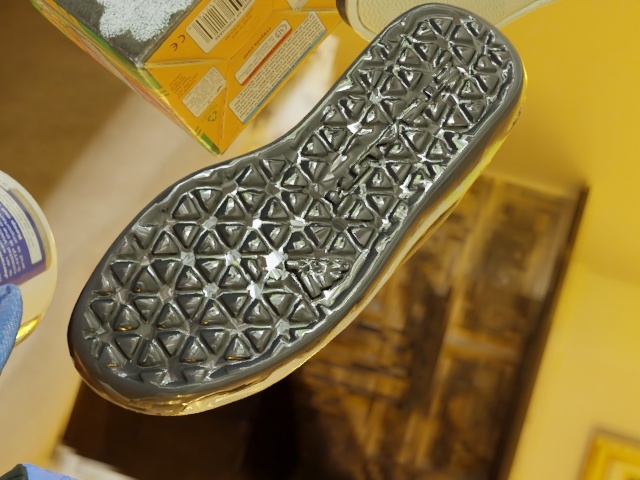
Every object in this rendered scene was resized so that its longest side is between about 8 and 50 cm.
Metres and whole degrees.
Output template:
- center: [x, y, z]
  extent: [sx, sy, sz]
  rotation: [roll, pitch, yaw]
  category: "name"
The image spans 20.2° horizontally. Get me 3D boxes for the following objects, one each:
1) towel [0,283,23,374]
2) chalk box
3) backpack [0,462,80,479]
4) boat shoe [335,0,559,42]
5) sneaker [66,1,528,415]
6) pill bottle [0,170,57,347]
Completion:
- center: [-0.155, 0.171, 0.541]
  extent: [0.209, 0.034, 0.285]
  rotation: [-74, -175, -71]
  category: "towel"
- center: [-0.152, -0.242, 1.507]
  extent: [0.180, 0.289, 0.179]
  rotation: [-48, 151, -4]
  category: "chalk box"
- center: [-0.226, 0.234, 1.409]
  extent: [0.120, 0.101, 0.098]
  rotation: [-52, -145, 33]
  category: "backpack"
- center: [0.095, -0.185, 1.205]
  extent: [0.233, 0.079, 0.084]
  rotation: [-23, 127, -34]
  category: "boat shoe"
- center: [0.000, 0.000, 0.718]
  extent: [0.234, 0.084, 0.097]
  rotation: [-38, 165, -26]
  category: "sneaker"
- center: [-0.213, 0.028, 0.879]
  extent: [0.186, 0.112, 0.112]
  rotation: [-39, 144, -72]
  category: "pill bottle"
